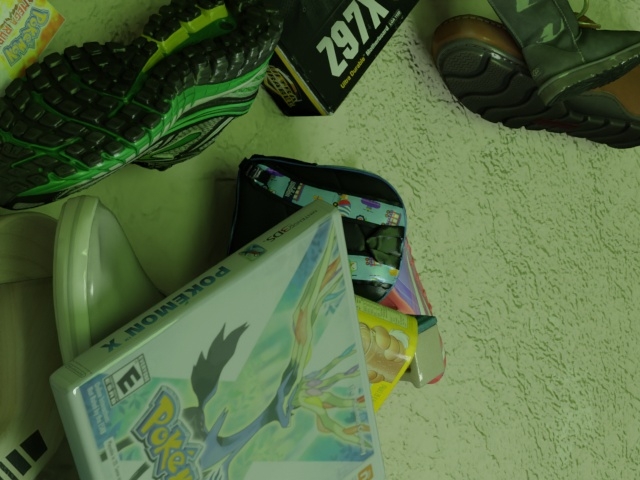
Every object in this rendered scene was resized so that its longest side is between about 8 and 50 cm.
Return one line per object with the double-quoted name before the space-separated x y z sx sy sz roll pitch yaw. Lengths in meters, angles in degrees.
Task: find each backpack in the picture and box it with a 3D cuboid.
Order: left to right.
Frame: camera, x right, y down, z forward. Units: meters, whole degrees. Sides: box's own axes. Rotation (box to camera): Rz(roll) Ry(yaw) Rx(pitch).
"backpack" 0.000 0.000 1.699 0.117 0.173 0.158 56 40 -79

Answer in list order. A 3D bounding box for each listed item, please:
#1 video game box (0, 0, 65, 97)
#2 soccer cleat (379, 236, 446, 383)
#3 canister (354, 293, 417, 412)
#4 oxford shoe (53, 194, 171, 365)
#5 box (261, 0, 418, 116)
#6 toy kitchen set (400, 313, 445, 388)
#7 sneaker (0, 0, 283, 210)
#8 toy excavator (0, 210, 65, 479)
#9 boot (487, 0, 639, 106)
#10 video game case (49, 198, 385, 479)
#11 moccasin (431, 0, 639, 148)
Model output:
"video game box" -0.346 -0.178 1.490 0.187 0.048 0.205 46 63 -35
"soccer cleat" 0.082 0.046 1.853 0.095 0.083 0.248 -49 118 -34
"canister" -0.007 0.096 1.628 0.170 0.126 0.073 21 35 -14
"oxford shoe" -0.137 0.134 1.540 0.169 0.130 0.449 -81 161 -48
"box" 0.004 -0.326 1.771 0.322 0.079 0.257 -54 125 -26
"toy kitchen set" -0.008 0.116 1.716 0.207 0.166 0.122 -29 109 -37
"sneaker" -0.168 -0.107 1.579 0.343 0.134 0.146 -31 147 -36
"toy excavator" -0.304 0.251 1.467 0.445 0.222 0.433 -47 120 -46
"boot" 0.256 -0.263 1.855 0.189 0.076 0.208 -20 74 -38
"video game case" -0.075 0.170 1.498 0.300 0.036 0.329 -34 131 -30
"moccasin" 0.274 -0.208 1.975 0.380 0.139 0.147 7 73 -38
